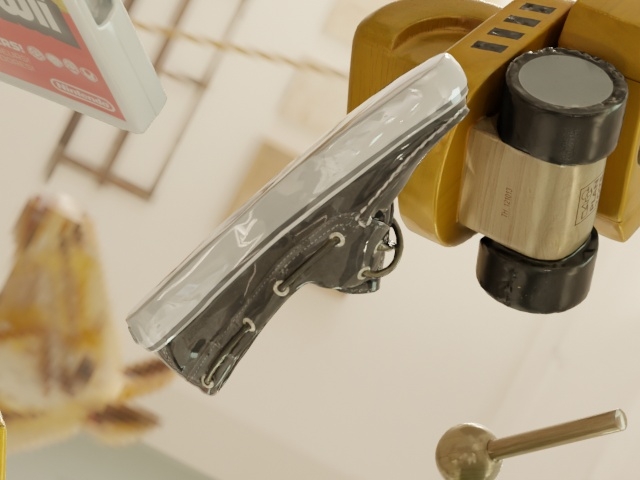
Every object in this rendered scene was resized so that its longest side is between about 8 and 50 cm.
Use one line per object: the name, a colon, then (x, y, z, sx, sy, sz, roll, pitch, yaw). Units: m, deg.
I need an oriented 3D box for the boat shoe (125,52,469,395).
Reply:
boat shoe: (0.000, 0.000, 0.990, 0.228, 0.076, 0.080, -41, -174, 20)

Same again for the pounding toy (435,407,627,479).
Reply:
pounding toy: (0.103, 0.213, 1.410, 0.183, 0.110, 0.237, -21, -138, 48)

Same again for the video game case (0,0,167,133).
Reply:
video game case: (-0.187, -0.160, 0.801, 0.025, 0.204, 0.285, -58, 153, -21)

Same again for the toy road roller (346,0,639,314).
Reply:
toy road roller: (0.169, -0.120, 1.597, 0.329, 0.240, 0.202, -39, 146, -42)

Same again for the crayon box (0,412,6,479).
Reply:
crayon box: (-0.355, 0.212, 1.849, 0.323, 0.083, 0.203, -126, -142, -60)
